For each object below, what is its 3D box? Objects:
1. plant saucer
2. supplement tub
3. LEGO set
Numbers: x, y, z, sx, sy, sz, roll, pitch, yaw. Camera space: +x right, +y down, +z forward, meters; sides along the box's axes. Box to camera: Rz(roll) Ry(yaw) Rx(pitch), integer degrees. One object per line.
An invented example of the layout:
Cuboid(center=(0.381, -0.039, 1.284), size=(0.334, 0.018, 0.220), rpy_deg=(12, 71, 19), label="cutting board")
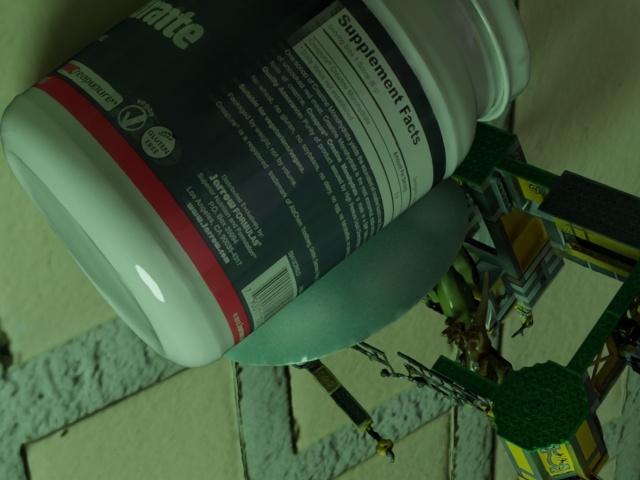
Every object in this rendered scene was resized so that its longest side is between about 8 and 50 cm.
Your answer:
Cuboid(center=(0.000, 0.000, 0.978), size=(0.195, 0.195, 0.037), rpy_deg=(-38, 122, -14), label="plant saucer")
Cuboid(center=(-0.031, -0.074, 0.888), size=(0.272, 0.191, 0.191), rpy_deg=(-39, 138, -14), label="supplement tub")
Cuboid(center=(0.127, 0.063, 1.063), size=(0.255, 0.331, 0.192), rpy_deg=(-59, 145, -22), label="LEGO set")
